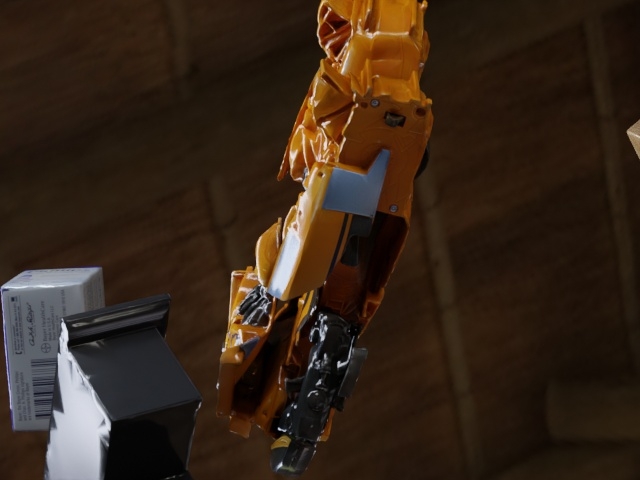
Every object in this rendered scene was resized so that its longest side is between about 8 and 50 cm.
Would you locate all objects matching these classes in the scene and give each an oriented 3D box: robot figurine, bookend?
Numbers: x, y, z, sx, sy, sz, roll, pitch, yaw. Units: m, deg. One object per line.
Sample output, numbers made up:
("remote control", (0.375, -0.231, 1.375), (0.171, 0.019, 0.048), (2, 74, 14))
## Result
("robot figurine", (0.000, 0.000, 1.181), (0.085, 0.211, 0.291), (15, -60, -7))
("bookend", (-0.100, 0.144, 1.151), (0.156, 0.072, 0.157), (52, -37, 39))

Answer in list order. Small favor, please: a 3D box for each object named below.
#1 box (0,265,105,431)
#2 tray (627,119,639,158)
("box", (-0.225, 0.091, 1.647), (0.072, 0.137, 0.126), (-4, -85, 1))
("tray", (0.311, 0.109, 0.936), (0.076, 0.203, 0.411), (-38, -61, -10))
